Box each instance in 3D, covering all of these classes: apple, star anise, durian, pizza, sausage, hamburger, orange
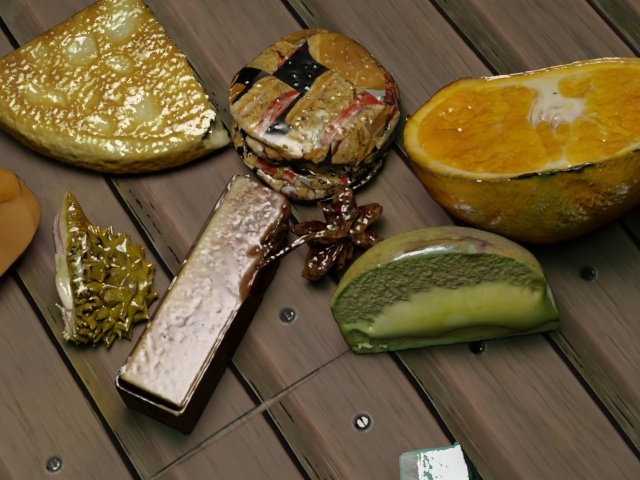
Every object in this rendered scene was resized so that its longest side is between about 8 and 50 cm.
[{"bbox_3d":[0.141,0.040,1.708,0.265,0.193,0.120,-8,55,5],"label":"apple"},{"bbox_3d":[0.000,0.000,1.774,0.190,0.070,0.097,-26,109,-20],"label":"star anise"},{"bbox_3d":[-0.286,0.020,1.810,0.140,0.078,0.224,-24,67,-6],"label":"durian"},{"bbox_3d":[-0.289,-0.168,1.895,0.268,0.087,0.258,-30,71,-7],"label":"pizza"},{"bbox_3d":[-0.452,0.012,1.806,0.136,0.120,0.241,18,61,49],"label":"sausage"},{"bbox_3d":[-0.006,-0.163,1.858,0.231,0.107,0.231,-2,58,3],"label":"hamburger"},{"bbox_3d":[0.262,-0.117,1.728,0.310,0.274,0.274,14,66,-11],"label":"orange"}]

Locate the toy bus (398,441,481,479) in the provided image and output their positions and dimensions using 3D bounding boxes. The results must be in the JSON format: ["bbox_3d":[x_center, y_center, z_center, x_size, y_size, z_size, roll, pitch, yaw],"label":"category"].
[{"bbox_3d":[0.144,0.359,1.613,0.109,0.091,0.262,-8,63,13],"label":"toy bus"}]

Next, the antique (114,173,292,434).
[{"bbox_3d":[-0.132,0.073,1.767,0.093,0.087,0.310,23,69,13],"label":"antique"}]
